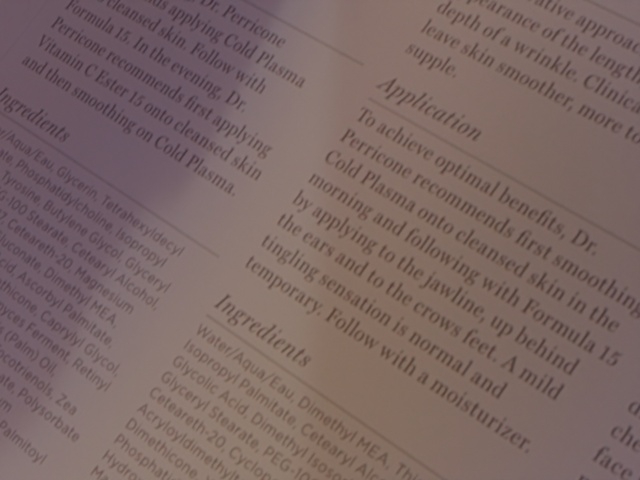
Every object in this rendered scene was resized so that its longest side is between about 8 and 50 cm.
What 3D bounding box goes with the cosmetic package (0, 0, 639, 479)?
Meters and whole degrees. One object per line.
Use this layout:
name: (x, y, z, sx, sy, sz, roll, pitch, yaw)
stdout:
cosmetic package: (0.073, 0.035, 0.342, 0.377, 0.097, 0.284, 33, 84, 33)
